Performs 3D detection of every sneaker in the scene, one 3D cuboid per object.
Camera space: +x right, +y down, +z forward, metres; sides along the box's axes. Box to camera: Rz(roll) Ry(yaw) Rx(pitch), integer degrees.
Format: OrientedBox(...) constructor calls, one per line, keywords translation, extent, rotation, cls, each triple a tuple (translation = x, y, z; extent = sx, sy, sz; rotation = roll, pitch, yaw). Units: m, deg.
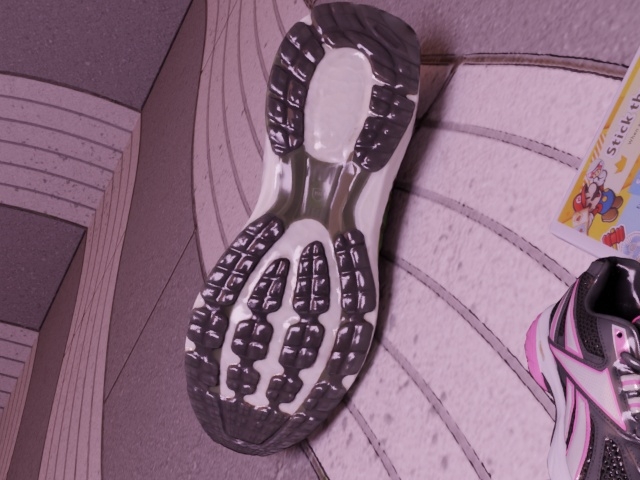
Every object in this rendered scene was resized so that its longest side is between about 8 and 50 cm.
OrientedBox(translation=(0.000, 0.000, 0.772), extent=(0.182, 0.158, 0.410), rotation=(27, -98, -82), cls="sneaker")
OrientedBox(translation=(0.146, 0.073, 0.385), extent=(0.178, 0.072, 0.077), rotation=(-102, 24, -51), cls="sneaker")

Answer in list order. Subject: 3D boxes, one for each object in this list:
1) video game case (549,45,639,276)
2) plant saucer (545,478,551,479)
OrientedBox(translation=(0.228, -0.073, 0.411), extent=(0.226, 0.026, 0.206), rotation=(-66, 23, 9), cls="video game case")
OrientedBox(translation=(0.127, 0.182, 0.417), extent=(0.119, 0.021, 0.119), rotation=(-49, 30, 40), cls="plant saucer")
